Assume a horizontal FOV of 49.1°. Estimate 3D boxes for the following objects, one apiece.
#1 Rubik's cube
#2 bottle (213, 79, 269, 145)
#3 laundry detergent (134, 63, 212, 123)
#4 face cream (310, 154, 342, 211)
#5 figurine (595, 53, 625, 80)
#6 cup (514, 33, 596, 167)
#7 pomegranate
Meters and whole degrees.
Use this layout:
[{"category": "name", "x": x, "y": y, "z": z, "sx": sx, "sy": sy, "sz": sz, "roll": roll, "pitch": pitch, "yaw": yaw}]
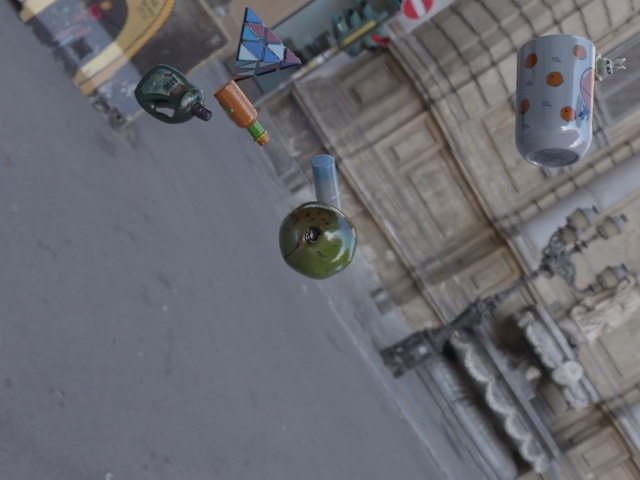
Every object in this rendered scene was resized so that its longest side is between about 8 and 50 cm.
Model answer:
[{"category": "Rubik's cube", "x": -0.178, "y": -0.684, "z": 2.489, "sx": 0.284, "sy": 0.234, "sz": 0.250, "roll": 147, "pitch": -48, "yaw": -77}, {"category": "bottle", "x": -0.201, "y": -0.331, "z": 1.850, "sx": 0.187, "sy": 0.069, "sz": 0.069, "roll": 51, "pitch": 8, "yaw": -18}, {"category": "laundry detergent", "x": -0.389, "y": -0.375, "z": 1.890, "sx": 0.221, "sy": 0.144, "sz": 0.078, "roll": 37, "pitch": -10, "yaw": 19}, {"category": "face cream", "x": 0.023, "y": -0.147, "z": 2.217, "sx": 0.077, "sy": 0.077, "sz": 0.250, "roll": -115, "pitch": -169, "yaw": -51}, {"category": "figurine", "x": 0.838, "y": -0.524, "z": 2.122, "sx": 0.098, "sy": 0.146, "sz": 0.081, "roll": -51, "pitch": 137, "yaw": -74}, {"category": "cup", "x": 0.644, "y": -0.374, "z": 1.934, "sx": 0.212, "sy": 0.212, "sz": 0.318, "roll": 42, "pitch": 53, "yaw": -67}, {"category": "pomegranate", "x": 0.006, "y": 0.008, "z": 1.605, "sx": 0.210, "sy": 0.179, "sz": 0.179, "roll": 29, "pitch": 26, "yaw": -51}]
